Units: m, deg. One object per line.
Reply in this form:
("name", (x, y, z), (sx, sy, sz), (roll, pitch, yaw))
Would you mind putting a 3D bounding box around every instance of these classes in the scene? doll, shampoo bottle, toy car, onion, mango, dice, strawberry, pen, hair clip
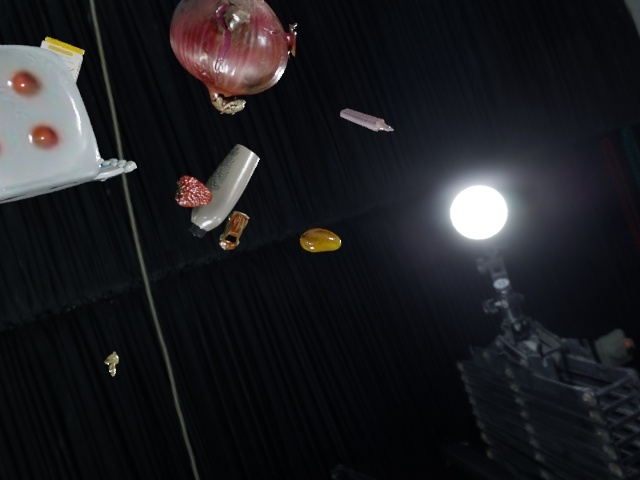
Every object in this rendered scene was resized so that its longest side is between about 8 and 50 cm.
("doll", (-0.790, 0.470, 1.700), (0.051, 0.061, 0.093), (-21, -144, -32))
("shampoo bottle", (-0.255, -0.122, 1.141), (0.127, 0.256, 0.078), (26, 169, 42))
("toy car", (-0.263, -0.028, 1.343), (0.059, 0.121, 0.035), (23, -178, -26))
("onion", (-0.242, -0.573, 1.284), (0.354, 0.353, 0.353), (-19, 179, 0))
("mango", (0.000, 0.000, 1.240), (0.115, 0.060, 0.080), (5, -156, 7))
("dice", (-0.449, -0.162, 0.654), (0.192, 0.193, 0.194), (-23, -166, -29))
("strawberry", (-0.289, -0.107, 1.012), (0.084, 0.073, 0.073), (14, 163, -25))
("pen", (0.154, -0.389, 1.453), (0.197, 0.032, 0.053), (29, -139, 30))
("hair clip", (-0.622, -0.183, 1.187), (0.221, 0.054, 0.140), (6, -153, 14))

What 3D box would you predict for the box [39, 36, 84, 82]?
("box", (-0.915, -0.568, 1.534), (0.129, 0.246, 0.033), (15, 176, -22))
